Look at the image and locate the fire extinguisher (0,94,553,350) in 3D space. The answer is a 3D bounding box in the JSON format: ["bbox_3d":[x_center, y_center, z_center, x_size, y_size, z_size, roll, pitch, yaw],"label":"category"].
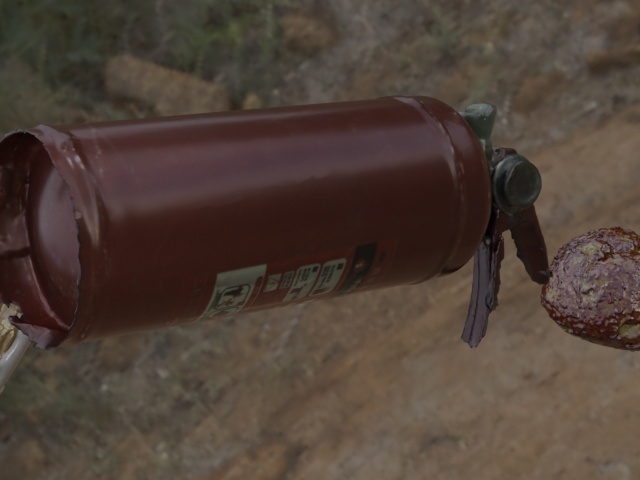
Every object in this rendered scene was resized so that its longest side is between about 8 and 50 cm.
[{"bbox_3d":[0.000,0.000,0.766,0.337,0.147,0.106,-7,17,-34],"label":"fire extinguisher"}]

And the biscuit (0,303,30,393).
[{"bbox_3d":[-0.313,0.089,1.466,0.181,0.049,0.208,-62,10,-11],"label":"biscuit"}]

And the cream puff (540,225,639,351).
[{"bbox_3d":[0.279,0.037,1.368,0.149,0.084,0.149,5,34,-4],"label":"cream puff"}]
